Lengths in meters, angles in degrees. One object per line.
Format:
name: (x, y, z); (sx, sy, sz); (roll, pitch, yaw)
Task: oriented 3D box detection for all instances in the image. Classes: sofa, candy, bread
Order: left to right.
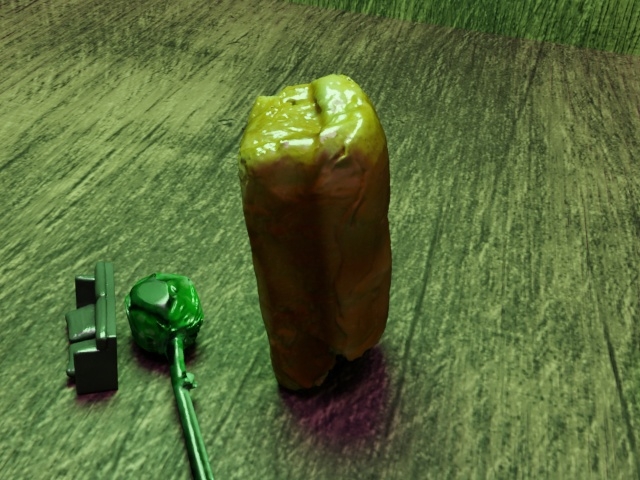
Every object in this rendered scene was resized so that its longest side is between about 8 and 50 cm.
sofa: (-0.269, 0.097, 0.917); (0.060, 0.085, 0.147); (-1, 35, -16)
candy: (-0.151, 0.162, 0.864); (0.097, 0.097, 0.323); (-7, 45, -18)
bread: (0.006, -0.002, 0.879); (0.149, 0.343, 0.195); (-2, 35, 5)
